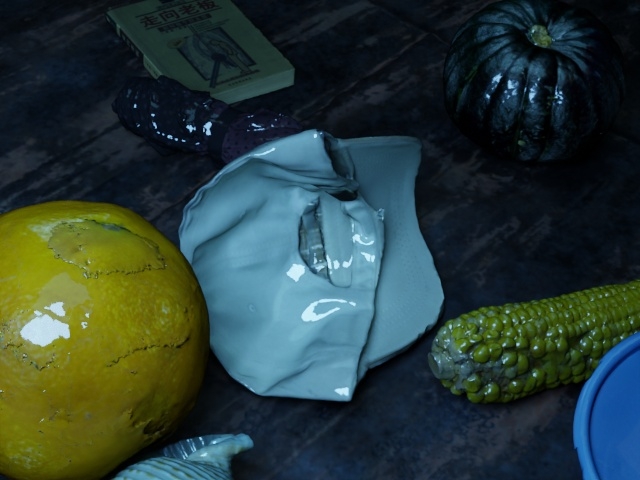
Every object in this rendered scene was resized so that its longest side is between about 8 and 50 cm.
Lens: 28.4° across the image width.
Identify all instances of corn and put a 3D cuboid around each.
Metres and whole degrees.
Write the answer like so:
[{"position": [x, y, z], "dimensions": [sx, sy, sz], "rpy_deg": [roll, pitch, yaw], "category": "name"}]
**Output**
[{"position": [0.252, 0.095, 1.264], "dimensions": [0.319, 0.097, 0.097], "rpy_deg": [-11, 46, -20], "category": "corn"}]

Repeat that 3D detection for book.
[{"position": [-0.155, -0.252, 1.624], "dimensions": [0.161, 0.026, 0.231], "rpy_deg": [-21, 50, -26], "category": "book"}]

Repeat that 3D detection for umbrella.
[{"position": [-0.086, -0.111, 1.442], "dimensions": [0.326, 0.094, 0.090], "rpy_deg": [22, 1, 18], "category": "umbrella"}]

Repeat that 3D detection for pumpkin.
[{"position": [0.255, -0.191, 1.514], "dimensions": [0.220, 0.162, 0.221], "rpy_deg": [-1, 53, 1], "category": "pumpkin"}]

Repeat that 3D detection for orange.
[{"position": [-0.214, 0.083, 1.064], "dimensions": [0.246, 0.246, 0.246], "rpy_deg": [4, 44, -3], "category": "orange"}]

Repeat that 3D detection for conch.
[{"position": [-0.131, 0.225, 1.075], "dimensions": [0.135, 0.102, 0.153], "rpy_deg": [4, 11, 42], "category": "conch"}]

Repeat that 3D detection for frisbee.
[{"position": [0.359, 0.190, 1.186], "dimensions": [0.242, 0.045, 0.242], "rpy_deg": [-4, 61, 7], "category": "frisbee"}]

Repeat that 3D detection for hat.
[{"position": [0.003, 0.001, 1.275], "dimensions": [0.168, 0.258, 0.301], "rpy_deg": [3, 15, 36], "category": "hat"}]
